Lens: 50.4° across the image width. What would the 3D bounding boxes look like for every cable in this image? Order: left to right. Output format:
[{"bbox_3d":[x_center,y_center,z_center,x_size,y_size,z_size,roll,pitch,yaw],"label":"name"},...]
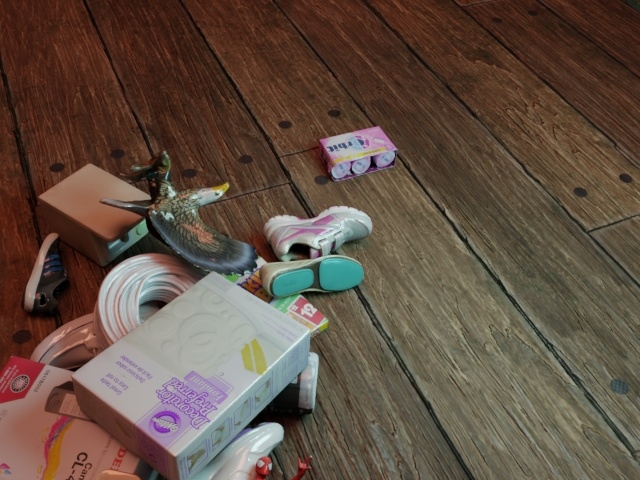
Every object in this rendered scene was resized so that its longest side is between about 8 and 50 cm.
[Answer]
[{"bbox_3d":[-0.309,0.148,1.322,0.257,0.089,0.257,45,49,-2],"label":"cable"}]

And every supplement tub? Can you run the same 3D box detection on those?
[{"bbox_3d":[-0.102,0.261,1.279,0.190,0.117,0.117,6,47,0],"label":"supplement tub"}]

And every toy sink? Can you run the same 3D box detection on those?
[{"bbox_3d":[-0.486,-0.046,1.535,0.234,0.131,0.153,26,50,23],"label":"toy sink"}]

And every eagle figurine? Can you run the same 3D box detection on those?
[{"bbox_3d":[-0.272,-0.041,1.395,0.225,0.298,0.226,-18,15,29],"label":"eagle figurine"}]

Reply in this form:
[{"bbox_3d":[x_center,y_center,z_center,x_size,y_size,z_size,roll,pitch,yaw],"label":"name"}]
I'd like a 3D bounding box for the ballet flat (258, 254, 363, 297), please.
[{"bbox_3d":[-0.023,0.070,1.476,0.248,0.086,0.086,-2,43,-34],"label":"ballet flat"}]

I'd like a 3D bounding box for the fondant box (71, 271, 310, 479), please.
[{"bbox_3d":[-0.207,0.218,1.155,0.238,0.096,0.330,27,45,25],"label":"fondant box"}]

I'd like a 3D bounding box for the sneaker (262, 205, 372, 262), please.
[{"bbox_3d":[0.000,0.000,1.554,0.252,0.103,0.111,-10,52,-5],"label":"sneaker"}]

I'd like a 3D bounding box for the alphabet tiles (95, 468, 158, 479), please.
[{"bbox_3d":[-0.301,0.494,1.004,0.278,0.021,0.284,16,75,-7],"label":"alphabet tiles"}]

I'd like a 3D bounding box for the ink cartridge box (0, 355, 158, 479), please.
[{"bbox_3d":[-0.435,0.351,1.164,0.306,0.131,0.226,11,47,8],"label":"ink cartridge box"}]

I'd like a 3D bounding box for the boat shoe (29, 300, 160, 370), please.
[{"bbox_3d":[-0.427,0.200,1.335,0.267,0.096,0.088,-24,51,-37],"label":"boat shoe"}]

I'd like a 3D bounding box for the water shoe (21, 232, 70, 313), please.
[{"bbox_3d":[-0.580,0.075,1.469,0.080,0.073,0.203,17,48,-18],"label":"water shoe"}]

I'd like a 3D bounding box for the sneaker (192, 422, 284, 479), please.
[{"bbox_3d":[-0.158,0.435,1.140,0.152,0.114,0.305,45,56,9],"label":"sneaker"}]

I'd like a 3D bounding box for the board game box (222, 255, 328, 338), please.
[{"bbox_3d":[-0.114,0.130,1.462,0.124,0.039,0.259,-31,53,-30],"label":"board game box"}]

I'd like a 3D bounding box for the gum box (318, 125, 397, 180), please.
[{"bbox_3d":[0.092,-0.229,1.792,0.188,0.062,0.107,-16,49,-18],"label":"gum box"}]

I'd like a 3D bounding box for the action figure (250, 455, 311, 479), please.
[{"bbox_3d":[-0.082,0.420,1.001,0.091,0.139,0.280,20,32,-13],"label":"action figure"}]
